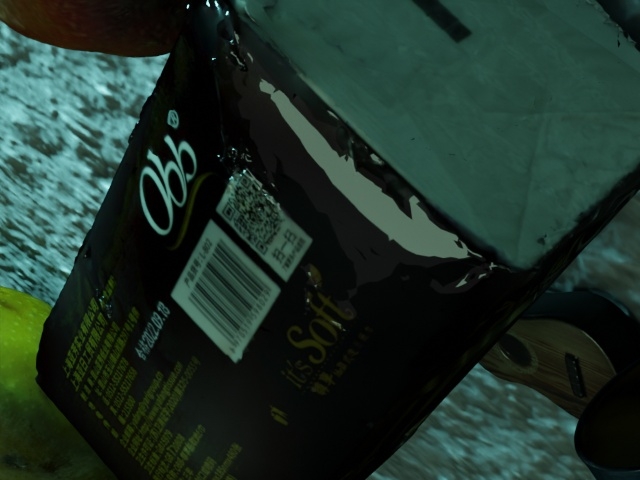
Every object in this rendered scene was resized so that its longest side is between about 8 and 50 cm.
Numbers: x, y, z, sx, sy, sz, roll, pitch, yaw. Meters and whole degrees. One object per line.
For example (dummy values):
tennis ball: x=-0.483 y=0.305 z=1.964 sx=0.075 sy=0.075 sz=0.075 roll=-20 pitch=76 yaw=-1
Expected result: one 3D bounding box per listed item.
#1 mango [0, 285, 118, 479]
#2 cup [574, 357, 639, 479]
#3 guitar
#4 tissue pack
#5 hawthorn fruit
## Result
mango: x=-0.258 y=0.165 z=1.443 sx=0.329 sy=0.175 sz=0.176 roll=48 pitch=180 yaw=-40
cup: x=0.208 y=0.144 z=0.814 sx=0.113 sy=0.150 sz=0.138 roll=-15 pitch=115 yaw=47
guitar: x=0.080 y=0.046 z=0.972 sx=0.271 sy=0.038 sz=0.084 roll=16 pitch=137 yaw=40
tissue pack: x=0.000 y=0.000 z=0.825 sx=0.210 sy=0.198 sz=0.370 roll=50 pitch=143 yaw=11
hawthorn fruit: x=-0.129 y=-0.181 z=0.871 sx=0.188 sy=0.169 sz=0.169 roll=15 pitch=136 yaw=42
